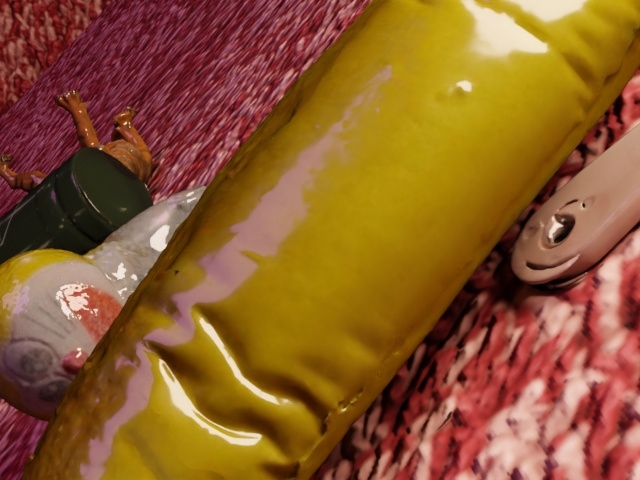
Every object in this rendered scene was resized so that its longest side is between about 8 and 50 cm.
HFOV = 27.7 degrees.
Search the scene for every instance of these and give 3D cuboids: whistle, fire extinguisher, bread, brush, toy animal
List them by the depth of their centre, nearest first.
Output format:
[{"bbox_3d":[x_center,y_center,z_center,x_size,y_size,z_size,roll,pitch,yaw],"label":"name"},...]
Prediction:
[{"bbox_3d":[0.181,-0.101,0.519,0.313,0.067,0.072,-44,20,14],"label":"brush"},{"bbox_3d":[0.000,0.000,0.590,0.383,0.112,0.166,-50,7,-10],"label":"bread"},{"bbox_3d":[-0.140,0.040,0.859,0.223,0.123,0.123,-37,16,-20],"label":"whistle"},{"bbox_3d":[-0.278,0.040,1.165,0.311,0.095,0.114,-36,-22,25],"label":"fire extinguisher"},{"bbox_3d":[-0.242,-0.055,1.294,0.255,0.114,0.116,-30,68,50],"label":"toy animal"}]
